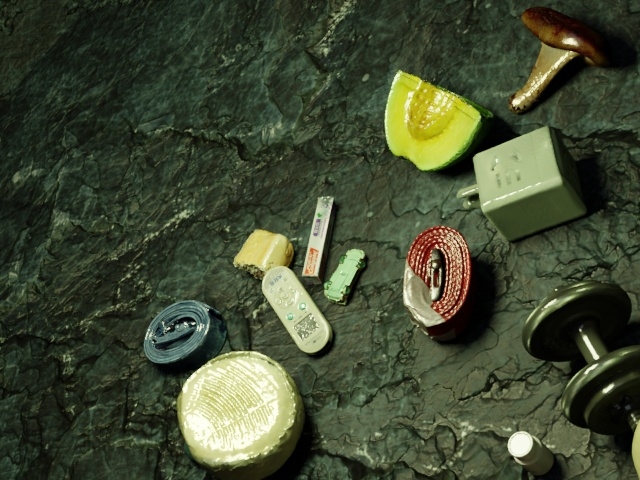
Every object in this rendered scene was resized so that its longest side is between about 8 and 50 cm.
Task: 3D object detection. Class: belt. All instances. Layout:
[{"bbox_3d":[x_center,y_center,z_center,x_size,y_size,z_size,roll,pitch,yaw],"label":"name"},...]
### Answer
[{"bbox_3d":[0.227,0.086,1.959,0.127,0.124,0.201,1,66,15],"label":"belt"},{"bbox_3d":[-0.299,0.209,2.293,0.190,0.082,0.142,-20,57,27],"label":"belt"}]

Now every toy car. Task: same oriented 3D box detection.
[{"bbox_3d":[0.054,0.073,2.156,0.059,0.035,0.122,11,60,41],"label":"toy car"}]

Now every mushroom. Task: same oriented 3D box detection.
[{"bbox_3d":[0.463,-0.341,2.086,0.218,0.148,0.227,-62,34,12],"label":"mushroom"}]

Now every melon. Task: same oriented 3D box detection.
[{"bbox_3d":[0.249,-0.227,2.161,0.265,0.129,0.169,38,109,42],"label":"melon"}]

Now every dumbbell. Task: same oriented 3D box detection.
[{"bbox_3d":[0.446,0.185,1.679,0.192,0.192,0.290,-34,47,14],"label":"dumbbell"}]

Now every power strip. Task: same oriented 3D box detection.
[{"bbox_3d":[0.367,-0.095,1.961,0.224,0.139,0.140,-22,51,23],"label":"power strip"}]

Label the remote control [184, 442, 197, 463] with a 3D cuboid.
[{"bbox_3d":[-0.199,0.363,2.143,0.222,0.042,0.072,-51,47,-4],"label":"remote control"}]

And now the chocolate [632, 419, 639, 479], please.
[{"bbox_3d":[0.599,0.294,1.416,0.326,0.314,0.297,-26,44,19],"label":"chocolate"}]

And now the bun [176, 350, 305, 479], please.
[{"bbox_3d":[-0.147,0.351,2.031,0.259,0.152,0.259,-4,56,6],"label":"bun"}]

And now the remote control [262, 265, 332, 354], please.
[{"bbox_3d":[-0.048,0.145,2.153,0.078,0.042,0.221,-40,60,6],"label":"remote control"}]

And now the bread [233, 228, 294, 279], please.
[{"bbox_3d":[-0.116,0.036,2.278,0.125,0.082,0.106,12,59,51],"label":"bread"}]

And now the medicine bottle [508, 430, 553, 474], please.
[{"bbox_3d":[0.346,0.350,1.713,0.052,0.089,0.052,-19,52,26],"label":"medicine bottle"}]

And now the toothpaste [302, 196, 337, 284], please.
[{"bbox_3d":[0.000,0.000,2.240,0.040,0.047,0.196,1,61,21],"label":"toothpaste"}]
